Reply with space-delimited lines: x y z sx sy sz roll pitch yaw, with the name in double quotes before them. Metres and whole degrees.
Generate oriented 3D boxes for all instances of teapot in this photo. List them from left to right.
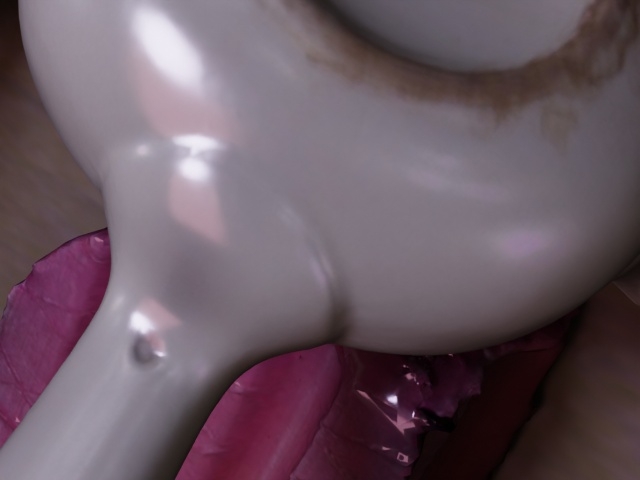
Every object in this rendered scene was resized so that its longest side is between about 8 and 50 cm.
"teapot" -0.027 -0.026 0.536 0.220 0.318 0.149 54 151 12

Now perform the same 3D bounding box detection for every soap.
"soap" -0.041 0.086 0.731 0.182 0.112 0.289 45 132 21
